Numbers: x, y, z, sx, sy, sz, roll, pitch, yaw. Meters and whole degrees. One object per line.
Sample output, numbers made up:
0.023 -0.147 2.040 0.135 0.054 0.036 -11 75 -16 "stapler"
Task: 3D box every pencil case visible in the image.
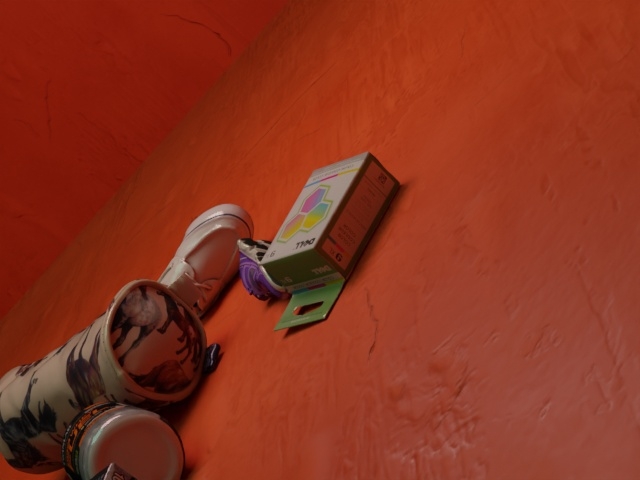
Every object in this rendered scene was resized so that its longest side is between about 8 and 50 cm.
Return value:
-0.305 0.190 1.866 0.410 0.160 0.183 -33 6 47 "pencil case"

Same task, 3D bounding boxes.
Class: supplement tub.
-0.237 0.249 1.619 0.117 0.117 0.190 -55 16 -15 "supplement tub"

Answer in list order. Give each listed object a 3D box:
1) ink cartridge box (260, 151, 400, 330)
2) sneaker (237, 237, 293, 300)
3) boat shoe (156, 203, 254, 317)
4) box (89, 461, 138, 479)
0.000 0.000 1.610 0.109 0.062 0.209 -17 37 51 "ink cartridge box"
-0.060 0.047 1.724 0.170 0.068 0.071 -144 60 -68 "sneaker"
-0.187 0.065 1.946 0.267 0.096 0.088 -45 20 22 "boat shoe"
-0.213 0.359 1.260 0.163 0.142 0.247 -40 20 31 "box"
